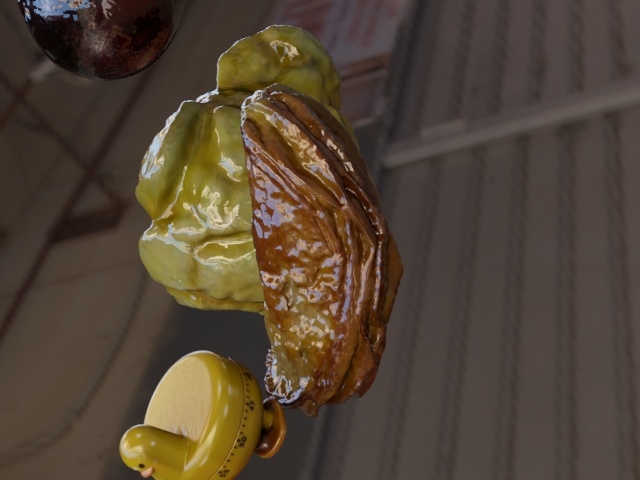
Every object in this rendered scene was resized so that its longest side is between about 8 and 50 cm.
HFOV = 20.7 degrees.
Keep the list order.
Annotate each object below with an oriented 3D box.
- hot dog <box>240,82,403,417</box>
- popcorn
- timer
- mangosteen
[{"bbox_3d":[0.003,0.002,1.351,0.175,0.114,0.259,-94,0,-62],"label":"hot dog"},{"bbox_3d":[-0.066,-0.064,2.099,0.294,0.292,0.334,26,-145,-8],"label":"popcorn"},{"bbox_3d":[-0.096,0.133,1.289,0.109,0.107,0.107,24,-135,-33],"label":"timer"},{"bbox_3d":[-0.162,-0.199,1.360,0.152,0.152,0.152,-15,-90,-75],"label":"mangosteen"}]
